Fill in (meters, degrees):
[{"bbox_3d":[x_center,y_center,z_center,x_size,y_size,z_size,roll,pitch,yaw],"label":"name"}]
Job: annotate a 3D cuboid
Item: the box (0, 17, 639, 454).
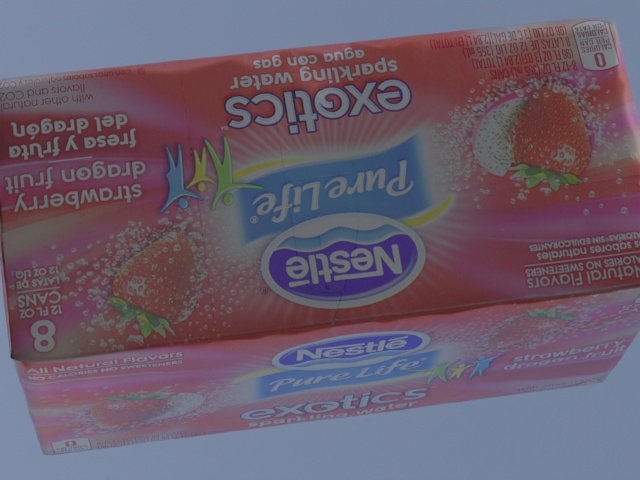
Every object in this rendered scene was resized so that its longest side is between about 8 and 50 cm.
[{"bbox_3d":[0.000,0.000,0.784,0.300,0.154,0.142,-6,-113,-7],"label":"box"}]
